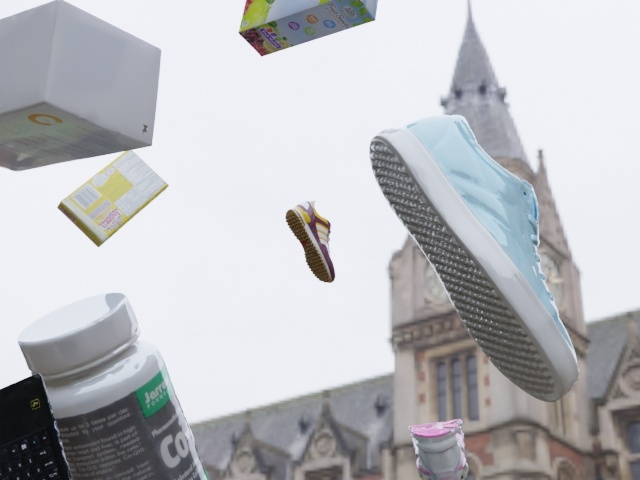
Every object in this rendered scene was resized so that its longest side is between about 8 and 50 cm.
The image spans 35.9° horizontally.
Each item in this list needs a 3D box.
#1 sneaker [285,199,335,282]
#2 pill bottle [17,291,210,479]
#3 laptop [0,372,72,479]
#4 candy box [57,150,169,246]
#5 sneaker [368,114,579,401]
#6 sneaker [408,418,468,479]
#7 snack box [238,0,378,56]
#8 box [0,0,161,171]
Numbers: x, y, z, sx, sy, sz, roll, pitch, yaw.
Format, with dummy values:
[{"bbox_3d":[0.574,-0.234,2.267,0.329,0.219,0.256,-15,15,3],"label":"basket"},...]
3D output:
[{"bbox_3d":[0.000,0.000,2.155,0.084,0.186,0.069,-29,5,-34],"label":"sneaker"},{"bbox_3d":[-0.311,0.277,1.499,0.204,0.204,0.361,-12,-73,23],"label":"pill bottle"},{"bbox_3d":[-0.391,0.301,1.046,0.234,0.264,0.136,-23,-16,9],"label":"laptop"},{"bbox_3d":[-0.377,-0.082,1.812,0.105,0.206,0.027,46,-45,-4],"label":"candy box"},{"bbox_3d":[0.207,-0.001,1.120,0.150,0.366,0.135,-25,-16,-18],"label":"sneaker"},{"bbox_3d":[0.211,0.384,1.767,0.102,0.111,0.252,-10,-8,10],"label":"sneaker"},{"bbox_3d":[-0.011,-0.383,1.468,0.207,0.175,0.070,-11,-33,32],"label":"snack box"},{"bbox_3d":[-0.455,-0.234,1.580,0.345,0.168,0.215,-5,-15,36],"label":"box"}]
